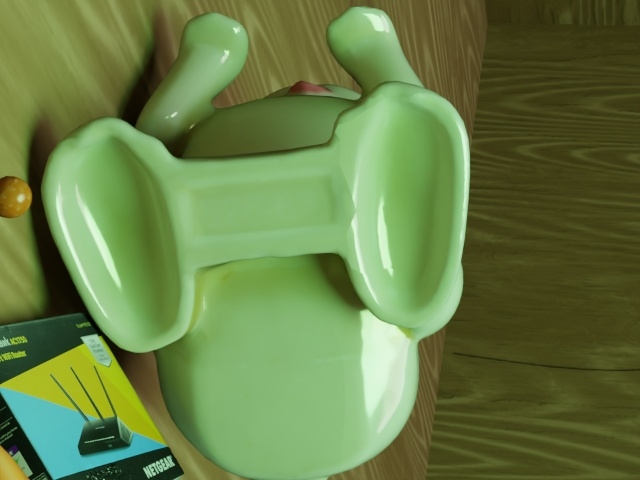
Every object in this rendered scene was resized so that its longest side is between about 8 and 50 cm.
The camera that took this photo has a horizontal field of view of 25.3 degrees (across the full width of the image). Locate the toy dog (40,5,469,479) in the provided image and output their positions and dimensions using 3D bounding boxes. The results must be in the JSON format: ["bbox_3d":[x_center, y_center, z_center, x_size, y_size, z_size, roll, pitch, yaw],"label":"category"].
[{"bbox_3d":[0.000,0.000,1.151,0.408,0.284,0.395,-76,150,-72],"label":"toy dog"}]

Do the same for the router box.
[{"bbox_3d":[-0.163,0.116,0.892,0.133,0.046,0.179,57,11,6],"label":"router box"}]

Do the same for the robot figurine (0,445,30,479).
[{"bbox_3d":[-0.194,0.158,0.706,0.219,0.158,0.128,94,13,-68],"label":"robot figurine"}]

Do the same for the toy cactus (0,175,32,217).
[{"bbox_3d":[-0.228,-0.026,0.645,0.219,0.112,0.180,-66,147,-32],"label":"toy cactus"}]
